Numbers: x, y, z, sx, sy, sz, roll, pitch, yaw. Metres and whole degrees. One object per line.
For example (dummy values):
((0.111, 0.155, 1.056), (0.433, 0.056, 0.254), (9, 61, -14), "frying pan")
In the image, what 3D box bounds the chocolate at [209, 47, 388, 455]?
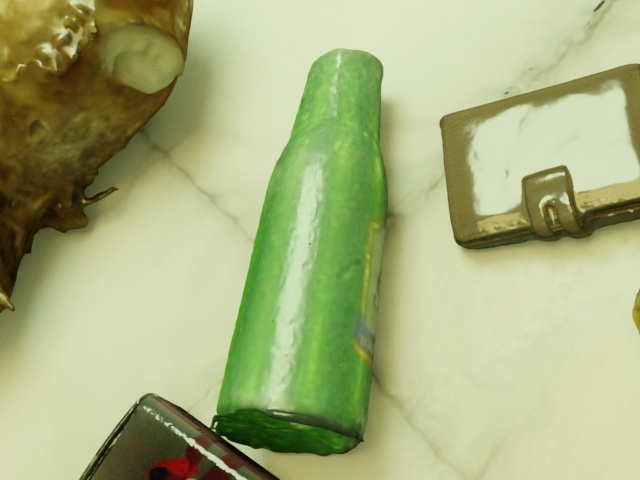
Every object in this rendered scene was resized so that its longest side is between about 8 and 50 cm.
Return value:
((0.000, 0.000, 0.832), (0.110, 0.110, 0.291), (0, 66, 22), "chocolate")

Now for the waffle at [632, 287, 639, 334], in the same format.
((0.321, 0.067, 0.695), (0.254, 0.052, 0.245), (-31, 61, 9), "waffle")

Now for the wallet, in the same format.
((0.160, -0.054, 0.821), (0.152, 0.039, 0.118), (-11, 62, 22), "wallet")

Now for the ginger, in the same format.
((-0.247, -0.068, 0.918), (0.418, 0.176, 0.254), (-37, 63, 9), "ginger")

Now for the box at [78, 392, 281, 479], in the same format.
((-0.060, 0.208, 0.782), (0.224, 0.069, 0.120), (32, 83, 29), "box")
